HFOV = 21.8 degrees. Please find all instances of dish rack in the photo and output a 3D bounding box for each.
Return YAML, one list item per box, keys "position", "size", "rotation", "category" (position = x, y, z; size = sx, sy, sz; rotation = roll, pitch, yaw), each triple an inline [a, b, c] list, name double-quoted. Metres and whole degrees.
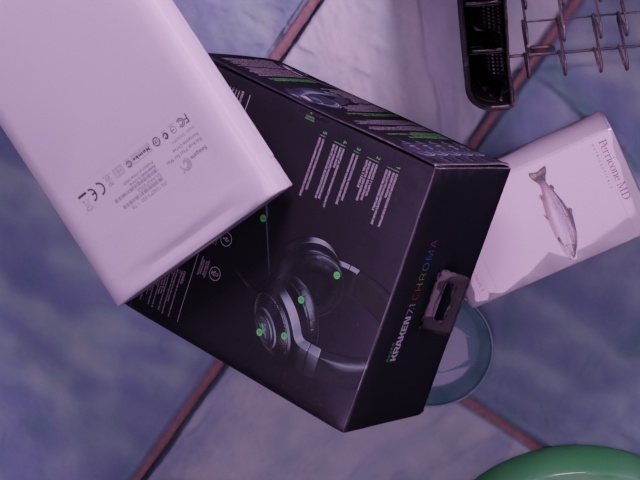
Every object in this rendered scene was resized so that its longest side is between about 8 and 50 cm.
- position: [0.252, -0.226, 1.435]
  size: [0.272, 0.074, 0.208]
  rotation: [-6, 132, 4]
  category: "dish rack"

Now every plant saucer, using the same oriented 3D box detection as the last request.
- position: [0.105, 0.100, 1.590]
  size: [0.119, 0.021, 0.119]
  rotation: [1, 104, 5]
  category: "plant saucer"

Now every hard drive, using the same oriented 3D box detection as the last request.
- position: [-0.184, -0.122, 1.422]
  size: [0.203, 0.040, 0.307]
  rotation: [-34, 87, 30]
  category: "hard drive"

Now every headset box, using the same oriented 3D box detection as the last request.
- position: [0.000, 0.000, 1.451]
  size: [0.283, 0.131, 0.246]
  rotation: [27, 107, 31]
  category: "headset box"

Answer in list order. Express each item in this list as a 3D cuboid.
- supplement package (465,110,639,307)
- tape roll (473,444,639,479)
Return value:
- position: [0.197, -0.029, 1.507]
  size: [0.179, 0.105, 0.105]
  rotation: [-24, 99, 10]
  category: "supplement package"
- position: [0.252, 0.360, 1.615]
  size: [0.321, 0.077, 0.321]
  rotation: [1, 104, 5]
  category: "tape roll"
